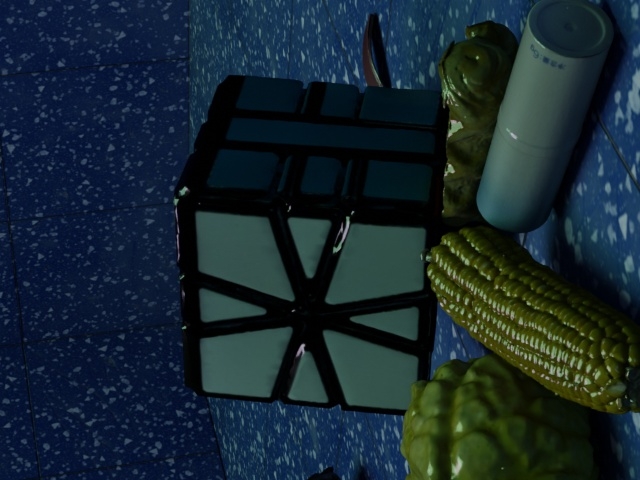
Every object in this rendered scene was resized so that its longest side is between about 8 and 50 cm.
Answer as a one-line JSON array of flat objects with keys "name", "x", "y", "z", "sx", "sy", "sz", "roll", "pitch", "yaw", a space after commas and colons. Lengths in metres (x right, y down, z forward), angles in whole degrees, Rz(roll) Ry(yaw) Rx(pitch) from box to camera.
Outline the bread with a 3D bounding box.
[{"name": "bread", "x": 0.162, "y": -0.111, "z": 1.462, "sx": 0.232, "sy": 0.088, "sz": 0.128, "roll": 87, "pitch": -156, "yaw": -51}]

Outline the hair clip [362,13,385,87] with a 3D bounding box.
[{"name": "hair clip", "x": 0.072, "y": -0.239, "z": 1.978, "sx": 0.054, "sy": 0.022, "sz": 0.137, "roll": 115, "pitch": 146, "yaw": -73}]

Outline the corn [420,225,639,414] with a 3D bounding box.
[{"name": "corn", "x": 0.198, "y": 0.076, "z": 1.325, "sx": 0.313, "sy": 0.102, "sz": 0.102, "roll": -138, "pitch": 41, "yaw": -57}]

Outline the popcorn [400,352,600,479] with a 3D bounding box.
[{"name": "popcorn", "x": 0.170, "y": 0.220, "z": 1.424, "sx": 0.256, "sy": 0.194, "sz": 0.255, "roll": 171, "pitch": 102, "yaw": -77}]

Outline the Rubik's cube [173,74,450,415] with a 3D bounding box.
[{"name": "Rubik's cube", "x": 0.000, "y": 0.000, "z": 1.670, "sx": 0.283, "sy": 0.288, "sz": 0.294, "roll": -74, "pitch": -11, "yaw": -58}]

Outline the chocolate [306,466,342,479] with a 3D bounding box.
[{"name": "chocolate", "x": -0.023, "y": 0.540, "z": 2.345, "sx": 0.213, "sy": 0.303, "sz": 0.303, "roll": 44, "pitch": 153, "yaw": 18}]

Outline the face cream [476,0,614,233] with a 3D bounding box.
[{"name": "face cream", "x": 0.199, "y": -0.108, "z": 1.332, "sx": 0.250, "sy": 0.077, "sz": 0.077, "roll": 100, "pitch": 159, "yaw": -54}]
